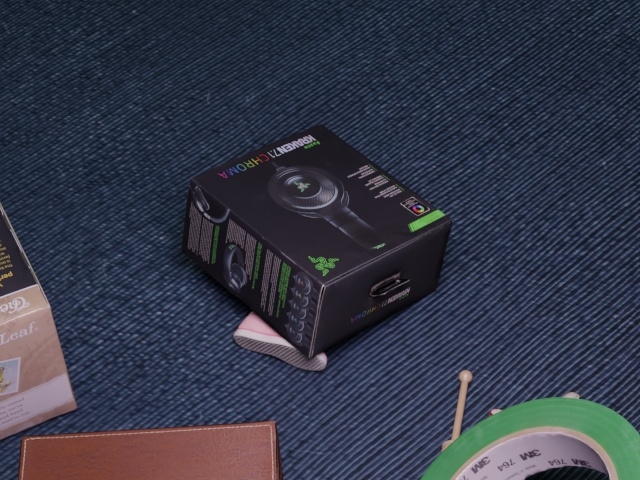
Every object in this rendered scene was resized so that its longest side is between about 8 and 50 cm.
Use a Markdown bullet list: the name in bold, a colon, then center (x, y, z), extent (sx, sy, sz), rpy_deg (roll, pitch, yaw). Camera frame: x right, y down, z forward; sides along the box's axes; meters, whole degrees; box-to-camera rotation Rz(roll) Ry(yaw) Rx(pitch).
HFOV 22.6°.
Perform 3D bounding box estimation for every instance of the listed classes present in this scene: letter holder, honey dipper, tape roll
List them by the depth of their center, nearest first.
- **tape roll**: center (0.240, 0.329, 1.800), extent (0.321, 0.077, 0.321), rpy_deg (-23, 39, 20)
- **letter holder**: center (-0.192, 0.346, 1.859), extent (0.301, 0.152, 0.214), rpy_deg (-4, 50, 0)
- **honey dipper**: center (0.173, 0.226, 2.027), extent (0.030, 0.030, 0.161), rpy_deg (5, 46, 8)

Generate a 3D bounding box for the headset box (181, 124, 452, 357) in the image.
- **headset box**: center (0.000, 0.000, 2.140), extent (0.246, 0.131, 0.283), rpy_deg (-25, 50, -36)

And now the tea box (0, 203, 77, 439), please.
- **tea box**: center (-0.530, 0.104, 2.049), extent (0.329, 0.220, 0.323), rpy_deg (-21, 49, -15)

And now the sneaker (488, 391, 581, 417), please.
- **sneaker**: center (0.253, 0.226, 2.002), extent (0.161, 0.057, 0.075), rpy_deg (-35, 61, -22)

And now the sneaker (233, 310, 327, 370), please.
- **sneaker**: center (-0.043, 0.122, 2.117), extent (0.134, 0.051, 0.070), rpy_deg (16, 56, 22)
